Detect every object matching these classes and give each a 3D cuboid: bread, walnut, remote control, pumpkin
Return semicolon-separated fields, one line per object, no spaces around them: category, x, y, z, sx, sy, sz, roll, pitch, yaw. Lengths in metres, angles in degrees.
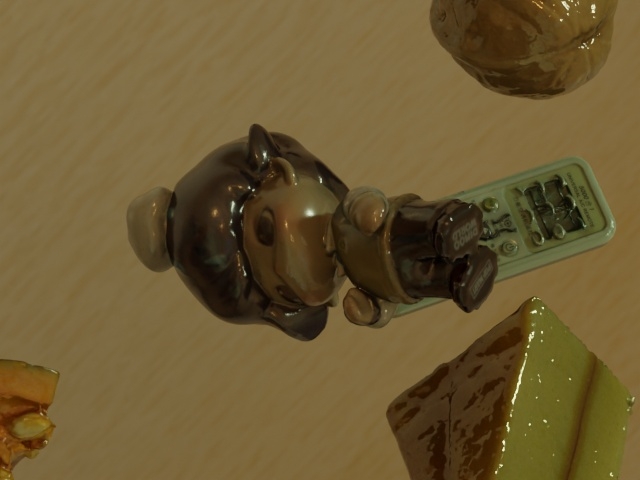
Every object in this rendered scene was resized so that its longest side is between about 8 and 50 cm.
bread;0.246;0.298;1.569;0.233;0.245;0.362;42;20;-33
walnut;0.246;-0.287;1.765;0.225;0.225;0.261;41;3;-42
remote control;0.210;-0.003;1.848;0.065;0.335;0.128;100;-30;-69
pumpkin;-0.346;0.256;1.360;0.139;0.280;0.190;11;50;-22

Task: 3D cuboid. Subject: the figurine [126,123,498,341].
figurine;-0.006;0.017;1.473;0.365;0.206;0.218;22;-22;46
